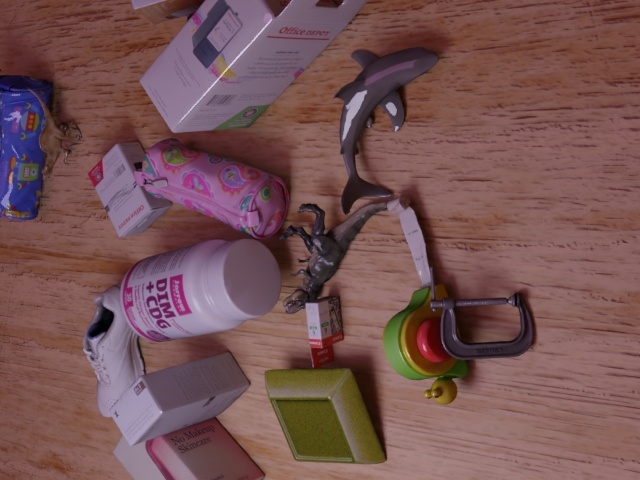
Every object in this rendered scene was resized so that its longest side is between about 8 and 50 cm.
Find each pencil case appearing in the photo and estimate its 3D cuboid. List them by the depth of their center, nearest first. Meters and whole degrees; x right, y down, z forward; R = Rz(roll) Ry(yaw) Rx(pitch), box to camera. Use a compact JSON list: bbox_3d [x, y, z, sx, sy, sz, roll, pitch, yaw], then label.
[{"bbox_3d":[-0.192,-0.093,1.779,0.284,0.124,0.124,21,109,31],"label":"pencil case"},{"bbox_3d":[-0.630,-0.192,2.082,0.119,0.133,0.306,20,109,28],"label":"pencil case"}]

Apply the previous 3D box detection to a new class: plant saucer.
[{"bbox_3d":[-0.004,0.309,1.712,0.188,0.045,0.188,-7,112,37],"label":"plant saucer"}]

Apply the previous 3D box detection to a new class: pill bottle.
[{"bbox_3d":[-0.212,0.086,1.779,0.283,0.160,0.160,-15,88,43],"label":"pill bottle"}]

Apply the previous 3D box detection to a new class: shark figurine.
[{"bbox_3d":[0.056,-0.195,1.587,0.166,0.116,0.278,34,113,30],"label":"shark figurine"}]

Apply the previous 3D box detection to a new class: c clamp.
[{"bbox_3d":[0.240,0.111,1.507,0.160,0.022,0.137,3,86,-1],"label":"c clamp"}]

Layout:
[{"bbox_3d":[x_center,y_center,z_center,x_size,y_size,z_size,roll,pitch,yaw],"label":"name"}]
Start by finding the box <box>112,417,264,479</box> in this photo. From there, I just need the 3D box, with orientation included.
[{"bbox_3d":[-0.245,0.415,1.879,0.232,0.148,0.127,44,120,22],"label":"box"}]

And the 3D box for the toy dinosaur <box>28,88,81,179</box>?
[{"bbox_3d":[-0.532,-0.215,2.027,0.053,0.092,0.183,4,102,32],"label":"toy dinosaur"}]

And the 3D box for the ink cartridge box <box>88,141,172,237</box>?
[{"bbox_3d":[-0.367,-0.097,1.944,0.109,0.063,0.150,-37,76,34],"label":"ink cartridge box"}]

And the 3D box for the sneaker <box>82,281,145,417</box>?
[{"bbox_3d":[-0.416,0.214,1.987,0.111,0.129,0.297,18,109,31],"label":"sneaker"}]

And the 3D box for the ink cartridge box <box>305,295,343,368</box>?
[{"bbox_3d":[0.009,0.155,1.704,0.029,0.063,0.115,-2,97,38],"label":"ink cartridge box"}]

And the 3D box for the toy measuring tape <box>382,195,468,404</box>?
[{"bbox_3d":[0.136,0.099,1.563,0.121,0.121,0.330,-20,86,37],"label":"toy measuring tape"}]

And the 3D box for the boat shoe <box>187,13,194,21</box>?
[{"bbox_3d":[-0.217,-0.386,1.802,0.040,0.049,0.142,-1,90,42],"label":"boat shoe"}]

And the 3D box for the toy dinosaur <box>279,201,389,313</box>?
[{"bbox_3d":[0.000,0.000,1.690,0.118,0.064,0.268,41,117,6],"label":"toy dinosaur"}]

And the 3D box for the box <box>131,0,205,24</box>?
[{"bbox_3d":[-0.231,-0.442,1.709,0.170,0.130,0.091,-15,88,6],"label":"box"}]

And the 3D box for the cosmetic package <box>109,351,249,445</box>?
[{"bbox_3d":[-0.249,0.281,1.808,0.117,0.231,0.085,-47,70,32],"label":"cosmetic package"}]

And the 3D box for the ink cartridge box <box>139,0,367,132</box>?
[{"bbox_3d":[-0.102,-0.328,1.623,0.353,0.207,0.119,-41,74,32],"label":"ink cartridge box"}]
